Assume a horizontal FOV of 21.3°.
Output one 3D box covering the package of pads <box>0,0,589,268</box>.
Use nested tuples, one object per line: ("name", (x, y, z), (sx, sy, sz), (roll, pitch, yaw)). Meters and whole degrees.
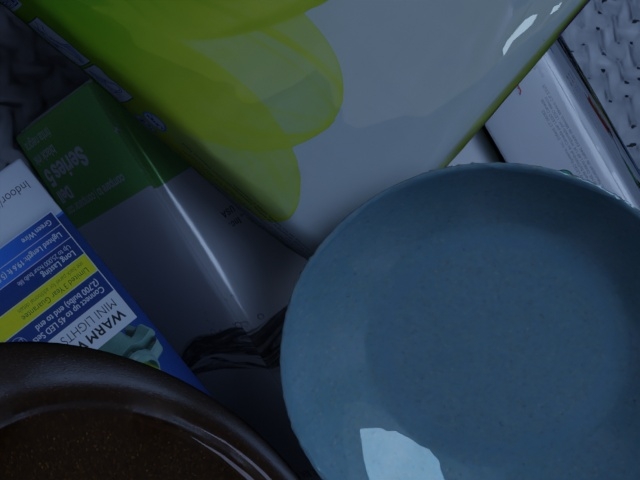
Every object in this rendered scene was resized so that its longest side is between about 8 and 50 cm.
("package of pads", (0.019, -0.161, 0.786), (0.229, 0.101, 0.296), (42, 89, -15))

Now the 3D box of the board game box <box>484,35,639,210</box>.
("board game box", (0.141, -0.060, 0.997), (0.305, 0.053, 0.193), (59, 13, -3))

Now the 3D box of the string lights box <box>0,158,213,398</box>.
("string lights box", (-0.121, 0.106, 0.814), (0.260, 0.077, 0.133), (51, 54, -3))

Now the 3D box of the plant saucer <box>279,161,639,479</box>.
("plant saucer", (0.080, 0.053, 0.769), (0.195, 0.195, 0.037), (50, 19, -10))

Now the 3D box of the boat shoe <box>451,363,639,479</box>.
("boat shoe", (0.132, 0.156, 0.863), (0.120, 0.122, 0.324), (-23, 104, -71))

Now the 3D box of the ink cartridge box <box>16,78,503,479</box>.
("ink cartridge box", (0.000, 0.000, 0.923), (0.198, 0.115, 0.273), (-35, 97, -32))

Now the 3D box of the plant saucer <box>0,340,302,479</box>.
("plant saucer", (-0.089, 0.180, 0.705), (0.310, 0.050, 0.311), (17, 58, -30))
